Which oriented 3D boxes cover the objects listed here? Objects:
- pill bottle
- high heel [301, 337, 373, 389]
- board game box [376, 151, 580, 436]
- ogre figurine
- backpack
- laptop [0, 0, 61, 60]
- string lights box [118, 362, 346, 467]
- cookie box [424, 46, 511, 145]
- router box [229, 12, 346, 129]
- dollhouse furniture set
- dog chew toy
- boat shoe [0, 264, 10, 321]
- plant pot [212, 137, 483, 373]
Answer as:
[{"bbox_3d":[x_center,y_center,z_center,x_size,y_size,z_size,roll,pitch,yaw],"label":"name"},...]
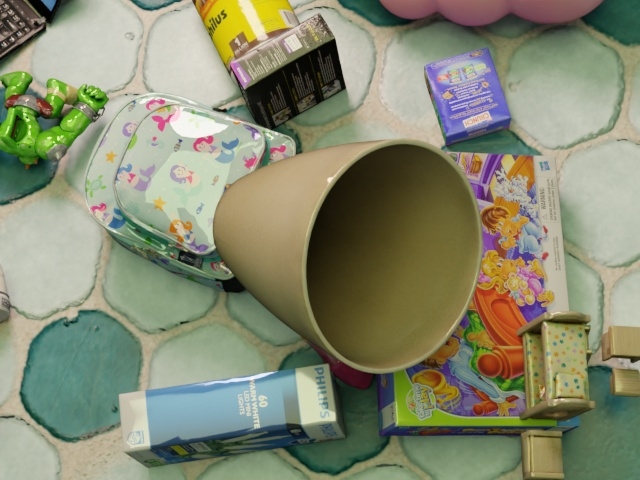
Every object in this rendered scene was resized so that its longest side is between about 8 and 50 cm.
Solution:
[{"bbox_3d":[-0.106,-0.319,1.907,0.117,0.117,0.215,-26,72,-2],"label":"pill bottle"},{"bbox_3d":[0.068,0.068,1.814,0.082,0.117,0.244,-11,43,45],"label":"high heel"},{"bbox_3d":[0.184,0.066,1.744,0.233,0.078,0.347,1,73,-14],"label":"board game box"},{"bbox_3d":[-0.397,-0.166,1.908,0.197,0.097,0.118,18,64,0],"label":"ogre figurine"},{"bbox_3d":[-0.175,-0.072,1.813,0.253,0.191,0.225,22,80,16],"label":"backpack"},{"bbox_3d":[-0.486,-0.385,1.958,0.264,0.136,0.234,-38,72,-15],"label":"laptop"},{"bbox_3d":[-0.106,0.217,1.739,0.259,0.133,0.077,-9,72,4],"label":"string lights box"},{"bbox_3d":[0.195,-0.191,1.875,0.091,0.040,0.107,-15,72,1],"label":"cookie box"},{"bbox_3d":[-0.039,-0.215,1.836,0.133,0.179,0.046,-30,74,-3],"label":"router box"},{"bbox_3d":[0.325,0.185,1.644,0.160,0.101,0.182,4,72,-13],"label":"dollhouse furniture set"},{"bbox_3d":[0.220,-0.373,1.853,0.331,0.206,0.207,-9,73,13],"label":"dog chew toy"},{"bbox_3d":[-0.545,0.081,1.852,0.267,0.096,0.088,-12,69,2],"label":"boat shoe"},{"bbox_3d":[0.000,0.000,1.623,0.274,0.256,0.256,12,71,51],"label":"plant pot"}]
